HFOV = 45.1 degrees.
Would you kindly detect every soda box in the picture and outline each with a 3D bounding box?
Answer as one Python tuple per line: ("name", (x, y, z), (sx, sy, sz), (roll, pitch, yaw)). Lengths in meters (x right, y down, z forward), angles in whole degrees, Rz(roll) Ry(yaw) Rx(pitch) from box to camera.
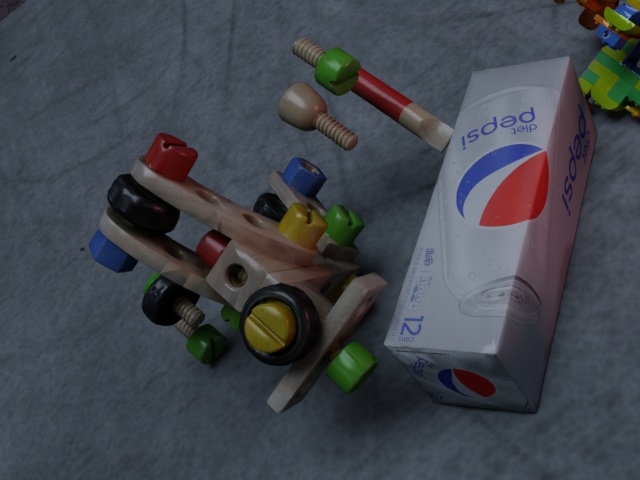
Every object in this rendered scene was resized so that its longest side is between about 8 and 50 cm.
("soda box", (0.148, -0.013, 0.628), (0.091, 0.098, 0.286), (-1, 54, 36))

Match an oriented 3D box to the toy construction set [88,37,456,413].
("toy construction set", (0.000, 0.000, 0.650), (0.237, 0.257, 0.309), (38, 83, 25))

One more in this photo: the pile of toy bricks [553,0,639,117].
("pile of toy bricks", (0.269, -0.158, 0.681), (0.212, 0.118, 0.105), (51, 120, 33))
